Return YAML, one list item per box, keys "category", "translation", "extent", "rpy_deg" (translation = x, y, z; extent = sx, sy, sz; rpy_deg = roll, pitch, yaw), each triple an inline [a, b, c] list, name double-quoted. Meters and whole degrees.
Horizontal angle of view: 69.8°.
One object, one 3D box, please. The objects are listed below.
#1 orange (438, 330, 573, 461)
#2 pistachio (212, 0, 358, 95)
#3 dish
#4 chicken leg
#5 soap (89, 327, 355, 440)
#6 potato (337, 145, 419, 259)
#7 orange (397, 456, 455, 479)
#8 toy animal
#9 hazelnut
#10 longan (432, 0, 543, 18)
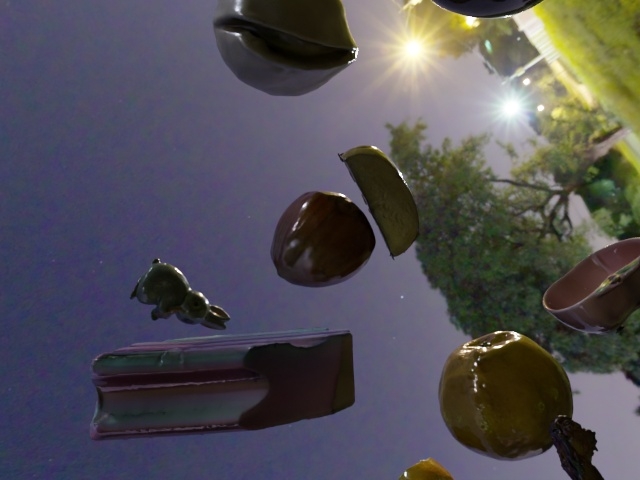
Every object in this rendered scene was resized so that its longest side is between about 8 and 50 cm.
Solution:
- category: "orange"
  translation: [0.387, 0.324, 0.986]
  extent: [0.279, 0.279, 0.235]
  rpy_deg: [-37, -75, -58]
- category: "pistachio"
  translation: [-0.057, -0.338, 0.756]
  extent: [0.226, 0.208, 0.332]
  rpy_deg: [27, -155, 10]
- category: "dish"
  translation: [0.516, 0.094, 0.825]
  extent: [0.090, 0.213, 0.213]
  rpy_deg: [51, -149, 4]
- category: "chicken leg"
  translation: [0.363, 0.305, 0.626]
  extent: [0.145, 0.062, 0.037]
  rpy_deg: [63, -170, 6]
- category: "soap"
  translation: [-0.113, 0.187, 0.632]
  extent: [0.193, 0.323, 0.109]
  rpy_deg: [106, 159, -85]
- category: "potato"
  translation: [0.134, -0.093, 0.965]
  extent: [0.243, 0.098, 0.138]
  rpy_deg: [63, -173, -6]
- category: "orange"
  translation: [0.210, 0.615, 1.008]
  extent: [0.179, 0.237, 0.158]
  rpy_deg: [41, -175, -21]
- category: "toy animal"
  translation: [-0.330, 0.143, 1.100]
  extent: [0.236, 0.138, 0.108]
  rpy_deg: [22, 176, -1]
- category: "hazelnut"
  translation: [-0.004, -0.007, 0.927]
  extent: [0.210, 0.186, 0.210]
  rpy_deg: [12, -163, -4]
- category: "longan"
  translation: [0.256, -0.452, 0.659]
  extent: [0.258, 0.258, 0.258]
  rpy_deg: [34, -141, -33]
